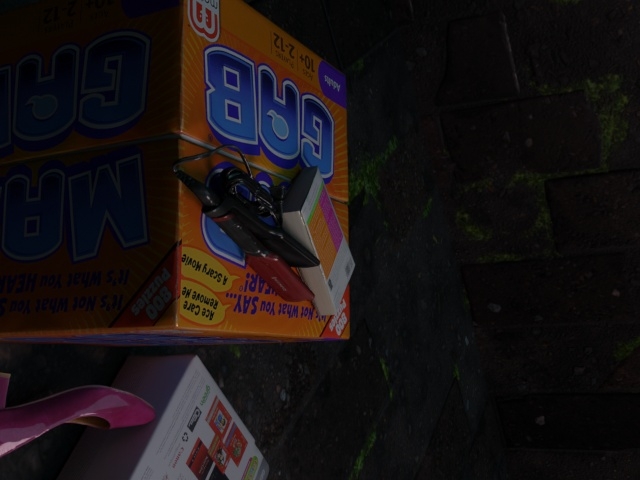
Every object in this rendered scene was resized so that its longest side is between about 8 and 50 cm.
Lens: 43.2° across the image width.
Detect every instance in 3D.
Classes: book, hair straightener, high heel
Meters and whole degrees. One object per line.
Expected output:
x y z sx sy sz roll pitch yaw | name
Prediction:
0.000 0.000 0.925 0.096 0.035 0.144 -64 140 -50 | book
-0.067 -0.024 0.800 0.230 0.047 0.089 44 48 -46 | hair straightener
-0.308 0.226 0.947 0.244 0.082 0.117 21 57 -38 | high heel

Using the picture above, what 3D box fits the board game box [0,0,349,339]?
-0.200 -0.058 0.972 0.356 0.356 0.356 16 71 -61 | board game box

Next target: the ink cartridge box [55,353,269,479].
-0.218 0.360 1.104 0.272 0.130 0.309 64 34 -34 | ink cartridge box
